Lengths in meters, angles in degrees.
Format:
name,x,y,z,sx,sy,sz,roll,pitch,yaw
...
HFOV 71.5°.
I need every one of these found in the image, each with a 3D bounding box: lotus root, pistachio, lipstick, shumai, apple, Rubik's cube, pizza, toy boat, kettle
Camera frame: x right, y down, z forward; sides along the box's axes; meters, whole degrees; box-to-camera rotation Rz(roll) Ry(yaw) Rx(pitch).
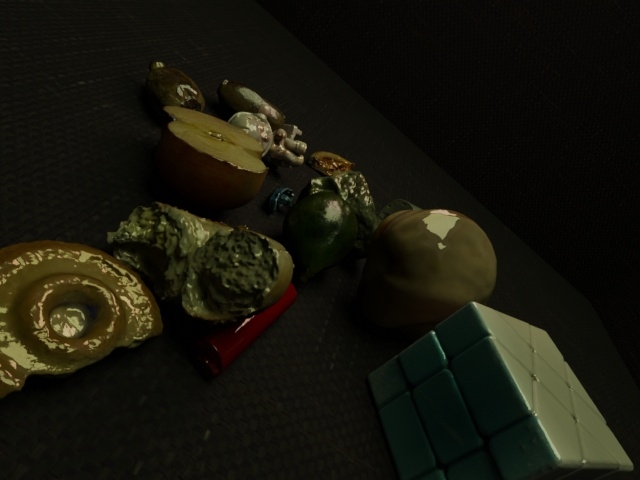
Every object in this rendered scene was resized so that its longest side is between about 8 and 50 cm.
name,x,y,z,sx,sy,sz,roll,pitch,yaw
lotus root,-0.222,-0.416,1.425,0.241,0.122,0.124,29,3,-20
pistachio,0.271,0.100,1.139,0.445,0.366,0.281,56,8,-40
lipstick,-0.134,0.152,0.834,0.073,0.073,0.280,46,28,4
shumai,0.049,-0.057,1.288,0.225,0.222,0.260,114,-41,-82
apple,-0.258,-0.167,1.003,0.252,0.163,0.292,19,23,-21
Rubik's cube,0.343,0.362,0.907,0.319,0.316,0.321,21,37,-35
pizza,0.051,-0.279,1.657,0.271,0.056,0.134,10,35,-45
lotus root,-0.390,-0.391,1.173,0.139,0.138,0.214,-2,51,-53
toy boat,-0.106,-0.113,1.230,0.061,0.060,0.137,24,22,4
kettle,0.320,-0.048,1.606,0.256,0.165,0.240,14,12,-44

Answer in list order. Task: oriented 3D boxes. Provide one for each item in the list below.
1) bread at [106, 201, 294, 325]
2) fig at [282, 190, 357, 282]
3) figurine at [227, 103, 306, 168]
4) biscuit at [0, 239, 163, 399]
name,x,y,z,sx,sy,sz,roll,pitch,yaw
bread,-0.192,0.042,0.778,0.315,0.171,0.192,17,-2,14
fig,0.000,0.000,1.094,0.196,0.195,0.244,30,40,-24
figurine,-0.176,-0.302,1.300,0.257,0.181,0.144,14,25,-40
biscuit,-0.361,0.091,0.603,0.213,0.091,0.274,50,31,8
